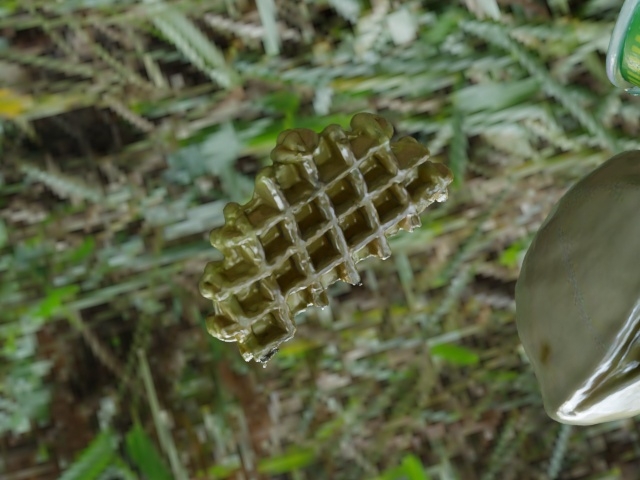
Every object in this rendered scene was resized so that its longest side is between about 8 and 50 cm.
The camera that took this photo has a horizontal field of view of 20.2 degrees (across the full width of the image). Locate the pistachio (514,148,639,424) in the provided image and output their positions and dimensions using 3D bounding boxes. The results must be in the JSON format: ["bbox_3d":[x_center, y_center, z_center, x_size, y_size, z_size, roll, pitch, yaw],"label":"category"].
[{"bbox_3d":[0.189,0.029,1.059,0.137,0.153,0.238,22,149,-3],"label":"pistachio"}]

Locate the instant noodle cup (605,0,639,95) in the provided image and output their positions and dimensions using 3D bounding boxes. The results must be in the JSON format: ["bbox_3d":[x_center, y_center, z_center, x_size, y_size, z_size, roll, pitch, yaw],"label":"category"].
[{"bbox_3d":[0.304,-0.101,0.951,0.207,0.232,0.207,-46,162,-20],"label":"instant noodle cup"}]

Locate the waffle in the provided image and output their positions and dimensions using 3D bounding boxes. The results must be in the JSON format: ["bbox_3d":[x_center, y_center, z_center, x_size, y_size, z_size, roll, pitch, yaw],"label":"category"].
[{"bbox_3d":[0.000,0.000,1.244,0.160,0.046,0.192,23,94,-39],"label":"waffle"}]
